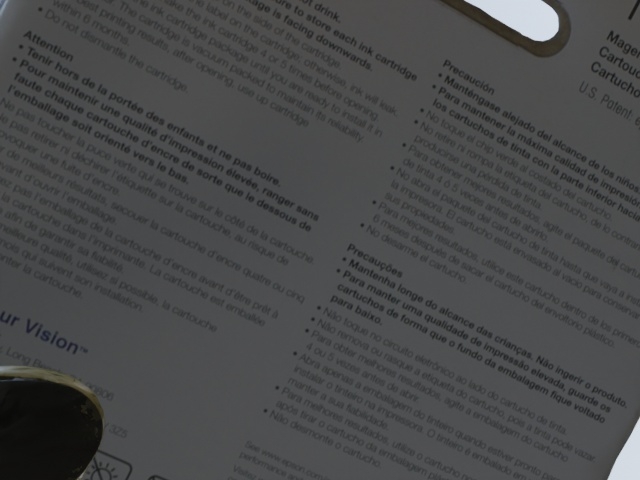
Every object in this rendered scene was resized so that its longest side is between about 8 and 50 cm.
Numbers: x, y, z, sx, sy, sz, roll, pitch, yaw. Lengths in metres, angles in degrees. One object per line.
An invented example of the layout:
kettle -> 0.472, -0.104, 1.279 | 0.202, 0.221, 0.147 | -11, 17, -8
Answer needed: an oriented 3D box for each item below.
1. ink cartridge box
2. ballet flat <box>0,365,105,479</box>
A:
ink cartridge box -> 0.000, 0.000, 0.588 | 0.324, 0.071, 0.330 | 28, -91, -18
ballet flat -> -0.144, 0.076, 0.400 | 0.173, 0.049, 0.057 | -22, -79, 0
